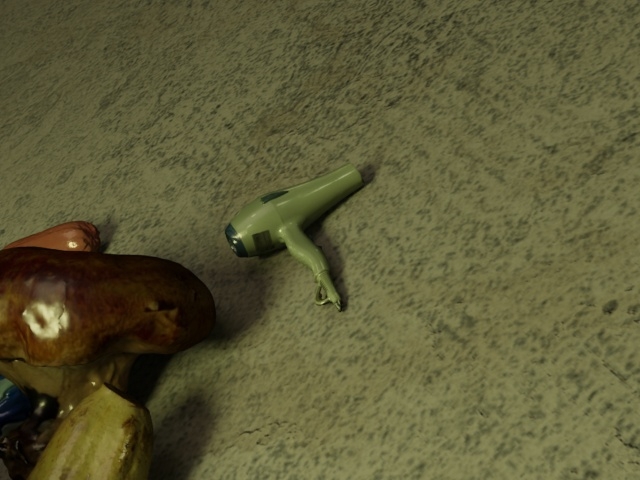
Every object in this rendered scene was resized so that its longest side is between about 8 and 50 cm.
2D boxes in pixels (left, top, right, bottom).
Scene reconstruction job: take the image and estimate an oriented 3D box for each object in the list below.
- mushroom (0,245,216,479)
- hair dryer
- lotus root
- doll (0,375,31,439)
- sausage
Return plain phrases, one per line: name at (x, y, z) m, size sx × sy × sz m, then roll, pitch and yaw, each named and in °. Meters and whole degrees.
mushroom at (-0.257, 0.099, 1.094) m, size 0.254 × 0.267 × 0.267 m, roll -65°, pitch 30°, yaw 15°
hair dryer at (0.009, -0.015, 1.129) m, size 0.167 × 0.067 × 0.199 m, roll -41°, pitch 44°, yaw -20°
lotus root at (-0.219, 0.251, 0.924) m, size 0.110 × 0.097 × 0.258 m, roll 18°, pitch 64°, yaw 12°
doll at (-0.368, 0.197, 1.168) m, size 0.195 × 0.070 × 0.096 m, roll -44°, pitch 64°, yaw -11°
sausage at (-0.362, 0.017, 1.390) m, size 0.154 × 0.062 × 0.062 m, roll -18°, pitch 37°, yaw 22°
